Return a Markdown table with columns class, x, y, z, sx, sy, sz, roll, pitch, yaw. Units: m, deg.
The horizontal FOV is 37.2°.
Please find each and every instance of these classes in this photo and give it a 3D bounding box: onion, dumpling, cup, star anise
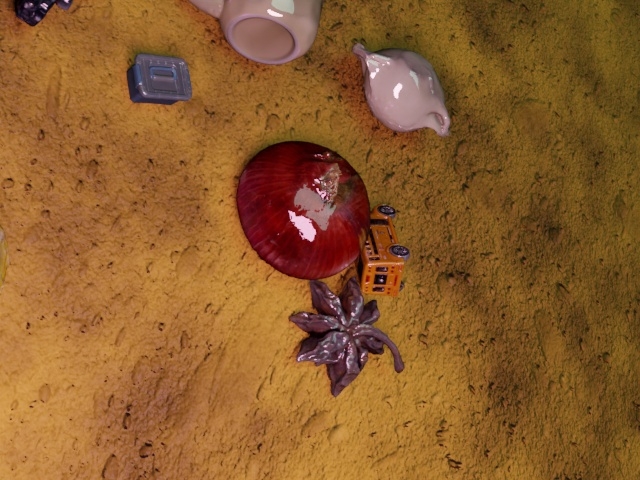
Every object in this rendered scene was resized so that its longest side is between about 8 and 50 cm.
| class | x | y | z | sx | sy | sz | roll | pitch | yaw |
| --- | --- | --- | --- | --- | --- | --- | --- | --- | --- |
| onion | -0.026 | -0.057 | 1.590 | 0.248 | 0.161 | 0.248 | 1 | 76 | -2 |
| dumpling | 0.158 | -0.295 | 1.848 | 0.258 | 0.147 | 0.193 | 39 | 13 | -11 |
| cup | -0.110 | -0.444 | 1.639 | 0.255 | 0.173 | 0.202 | 31 | 56 | -30 |
| star anise | 0.052 | 0.164 | 1.635 | 0.231 | 0.089 | 0.209 | 3 | 81 | -28 |

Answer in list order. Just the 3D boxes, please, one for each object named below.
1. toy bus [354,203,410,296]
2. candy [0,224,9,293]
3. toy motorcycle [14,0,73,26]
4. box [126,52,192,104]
| class | x | y | z | sx | sy | sz | roll | pitch | yaw |
| --- | --- | --- | --- | --- | --- | --- | --- | --- | --- |
| toy bus | 0.099 | 0.013 | 1.693 | 0.088 | 0.083 | 0.194 | 1 | 34 | -9 |
| candy | -0.522 | 0.017 | 1.182 | 0.260 | 0.118 | 0.260 | 15 | 63 | -32 |
| toy motorcycle | -0.336 | -0.506 | 1.428 | 0.172 | 0.232 | 0.416 | 33 | 56 | -25 |
| box | -0.263 | -0.255 | 1.527 | 0.099 | 0.054 | 0.074 | -1 | 79 | -41 |
